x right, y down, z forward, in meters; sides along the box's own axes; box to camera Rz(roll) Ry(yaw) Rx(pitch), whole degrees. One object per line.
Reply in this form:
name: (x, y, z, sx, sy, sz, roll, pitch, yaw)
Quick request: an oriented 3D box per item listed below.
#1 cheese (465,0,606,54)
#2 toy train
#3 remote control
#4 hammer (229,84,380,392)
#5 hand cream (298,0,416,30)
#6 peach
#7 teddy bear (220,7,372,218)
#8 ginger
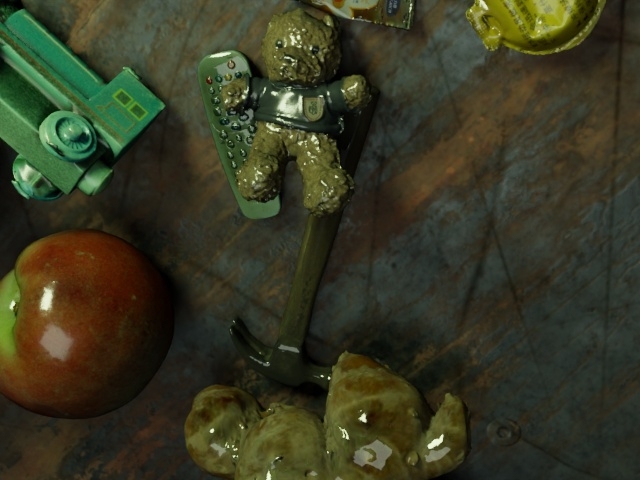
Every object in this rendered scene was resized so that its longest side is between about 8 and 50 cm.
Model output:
cheese: (0.281, -0.305, 1.336, 0.250, 0.064, 0.157, -33, 106, 12)
toy train: (-0.349, -0.187, 1.439, 0.298, 0.194, 0.120, 42, 135, -6)
remote control: (-0.097, -0.132, 1.496, 0.072, 0.042, 0.222, -9, 112, 14)
hammer: (0.000, 0.000, 1.541, 0.168, 0.044, 0.440, 17, 116, 0)
hand cream: (0.033, -0.291, 1.400, 0.163, 0.039, 0.062, 10, 90, 5)
peach: (-0.315, 0.115, 1.550, 0.252, 0.252, 0.253, 4, 115, 8)
teddy bear: (-0.032, -0.148, 1.417, 0.181, 0.129, 0.252, 6, 80, -1)
ginger: (0.011, 0.267, 1.528, 0.375, 0.256, 0.176, -18, 149, 10)
